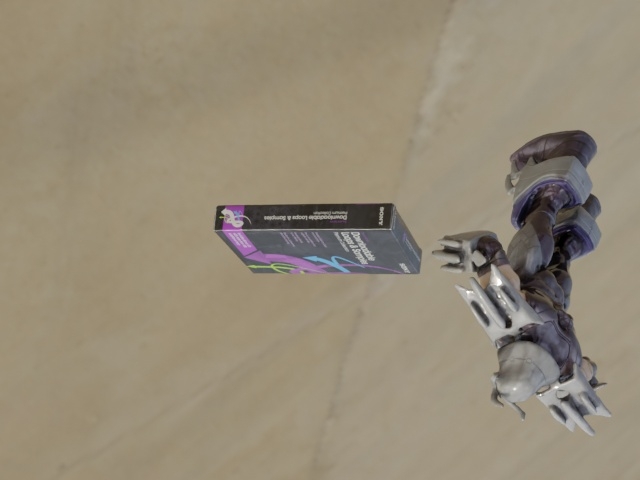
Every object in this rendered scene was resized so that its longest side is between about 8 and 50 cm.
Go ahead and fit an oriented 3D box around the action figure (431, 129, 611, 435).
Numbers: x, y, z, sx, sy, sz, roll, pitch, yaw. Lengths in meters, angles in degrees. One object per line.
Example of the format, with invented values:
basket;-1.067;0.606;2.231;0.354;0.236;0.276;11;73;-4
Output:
action figure;0.169;0.039;1.269;0.099;0.185;0.285;-15;-150;27

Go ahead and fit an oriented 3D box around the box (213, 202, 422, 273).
box;0.000;0.000;1.432;0.162;0.029;0.116;-2;159;17
